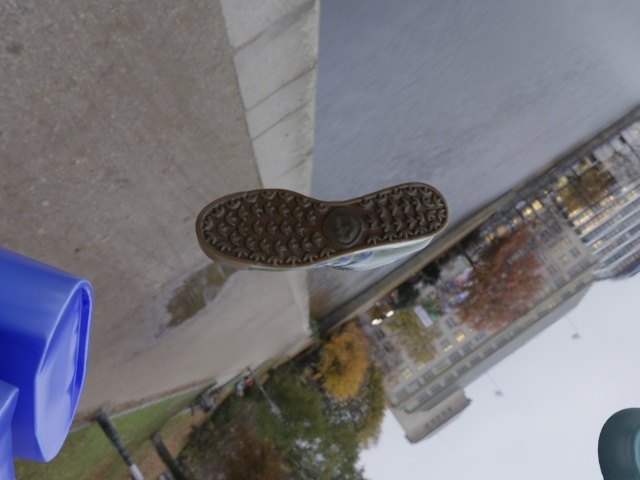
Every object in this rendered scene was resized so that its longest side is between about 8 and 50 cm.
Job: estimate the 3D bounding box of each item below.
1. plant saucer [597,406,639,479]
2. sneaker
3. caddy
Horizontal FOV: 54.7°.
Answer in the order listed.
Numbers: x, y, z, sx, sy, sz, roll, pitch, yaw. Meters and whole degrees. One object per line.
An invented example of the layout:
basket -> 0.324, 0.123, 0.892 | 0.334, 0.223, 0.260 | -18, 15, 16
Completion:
plant saucer -> 0.283, 0.187, 0.497 | 0.119, 0.119, 0.021 | -30, 156, -34
sneaker -> 0.000, 0.000, 0.496 | 0.192, 0.064, 0.086 | -6, 162, -9
caddy -> -0.328, 0.140, 0.531 | 0.241, 0.179, 0.341 | -77, -172, -47
